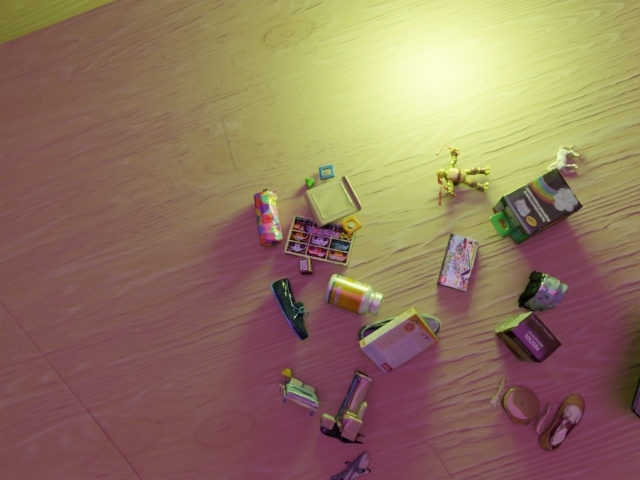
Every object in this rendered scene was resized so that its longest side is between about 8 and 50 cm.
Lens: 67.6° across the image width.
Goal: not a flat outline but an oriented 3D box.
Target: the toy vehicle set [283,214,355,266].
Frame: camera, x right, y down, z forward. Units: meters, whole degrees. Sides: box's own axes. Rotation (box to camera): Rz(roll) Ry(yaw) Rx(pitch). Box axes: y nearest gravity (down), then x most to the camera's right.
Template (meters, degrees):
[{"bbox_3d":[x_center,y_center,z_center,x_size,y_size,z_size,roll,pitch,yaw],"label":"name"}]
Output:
[{"bbox_3d":[0.000,0.000,1.952,0.267,0.035,0.166,11,79,10],"label":"toy vehicle set"}]

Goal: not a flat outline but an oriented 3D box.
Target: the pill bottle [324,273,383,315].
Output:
[{"bbox_3d":[0.131,0.215,1.844,0.208,0.117,0.117,18,80,11],"label":"pill bottle"}]

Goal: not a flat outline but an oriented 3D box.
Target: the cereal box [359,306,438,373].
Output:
[{"bbox_3d":[0.286,0.370,1.750,0.240,0.047,0.173,-34,118,11],"label":"cereal box"}]

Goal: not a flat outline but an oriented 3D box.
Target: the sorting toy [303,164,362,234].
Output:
[{"bbox_3d":[0.050,-0.155,1.962,0.196,0.047,0.347,-24,63,-1],"label":"sorting toy"}]

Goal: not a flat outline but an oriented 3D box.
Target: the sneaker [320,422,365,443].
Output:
[{"bbox_3d":[0.079,0.708,1.750,0.170,0.089,0.051,10,78,9],"label":"sneaker"}]

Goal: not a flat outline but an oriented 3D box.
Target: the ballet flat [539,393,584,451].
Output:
[{"bbox_3d":[0.859,0.643,1.673,0.080,0.073,0.232,36,83,13],"label":"ballet flat"}]

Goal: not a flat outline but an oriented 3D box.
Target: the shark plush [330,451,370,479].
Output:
[{"bbox_3d":[0.113,0.838,1.751,0.161,0.073,0.067,-38,54,19],"label":"shark plush"}]

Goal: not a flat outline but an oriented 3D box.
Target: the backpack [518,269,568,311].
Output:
[{"bbox_3d":[0.806,0.184,1.730,0.115,0.182,0.152,22,80,12],"label":"backpack"}]

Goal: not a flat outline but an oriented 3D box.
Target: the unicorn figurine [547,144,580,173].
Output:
[{"bbox_3d":[0.962,-0.310,1.894,0.111,0.060,0.161,14,63,11],"label":"unicorn figurine"}]

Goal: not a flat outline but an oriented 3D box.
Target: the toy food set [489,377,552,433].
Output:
[{"bbox_3d":[0.721,0.594,1.726,0.192,0.038,0.132,29,75,18],"label":"toy food set"}]

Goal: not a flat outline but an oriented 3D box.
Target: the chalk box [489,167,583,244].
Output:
[{"bbox_3d":[0.782,-0.109,1.805,0.289,0.179,0.180,-28,76,1],"label":"chalk box"}]

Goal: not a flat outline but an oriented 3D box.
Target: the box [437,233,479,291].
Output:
[{"bbox_3d":[0.535,0.087,1.863,0.114,0.036,0.207,15,80,11],"label":"box"}]

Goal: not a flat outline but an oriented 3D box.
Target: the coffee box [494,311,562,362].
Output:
[{"bbox_3d":[0.716,0.340,1.672,0.098,0.246,0.141,-39,75,-3],"label":"coffee box"}]

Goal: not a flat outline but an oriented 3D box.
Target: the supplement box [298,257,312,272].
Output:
[{"bbox_3d":[-0.058,0.105,1.910,0.043,0.083,0.055,-7,76,6],"label":"supplement box"}]

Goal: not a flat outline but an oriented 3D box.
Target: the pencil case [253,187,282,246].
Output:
[{"bbox_3d":[-0.215,-0.093,1.971,0.104,0.104,0.236,-9,77,5],"label":"pencil case"}]

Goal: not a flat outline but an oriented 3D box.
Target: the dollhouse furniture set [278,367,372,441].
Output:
[{"bbox_3d":[0.005,0.522,1.701,0.303,0.286,0.198,24,81,0],"label":"dollhouse furniture set"}]

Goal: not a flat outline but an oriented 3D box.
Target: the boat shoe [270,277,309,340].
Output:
[{"bbox_3d":[-0.107,0.261,1.871,0.089,0.109,0.258,-28,77,-3],"label":"boat shoe"}]

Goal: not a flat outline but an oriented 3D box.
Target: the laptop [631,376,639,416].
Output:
[{"bbox_3d":[1.246,0.457,1.591,0.236,0.408,0.381,13,76,45],"label":"laptop"}]

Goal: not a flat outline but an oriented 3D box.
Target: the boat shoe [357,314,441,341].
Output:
[{"bbox_3d":[0.299,0.343,1.801,0.320,0.099,0.116,-9,74,5],"label":"boat shoe"}]

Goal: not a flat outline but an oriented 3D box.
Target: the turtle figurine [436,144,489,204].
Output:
[{"bbox_3d":[0.555,-0.246,1.912,0.217,0.087,0.269,9,70,2],"label":"turtle figurine"}]
